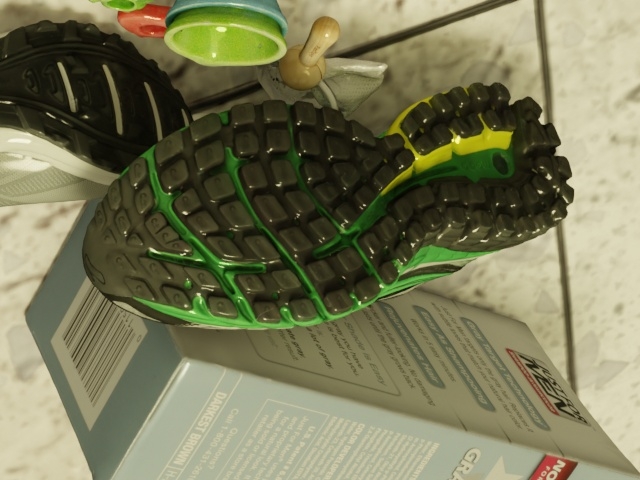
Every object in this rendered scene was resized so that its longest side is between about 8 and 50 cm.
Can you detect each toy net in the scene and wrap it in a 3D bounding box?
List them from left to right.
[{"bbox_3d":[-0.041,-0.105,1.103,0.122,0.045,0.232,-4,164,25],"label":"toy net"}]

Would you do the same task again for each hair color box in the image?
[{"bbox_3d":[0.012,0.105,1.226,0.374,0.185,0.114,17,115,-34],"label":"hair color box"}]

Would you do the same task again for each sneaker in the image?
[{"bbox_3d":[-0.195,-0.063,1.080,0.271,0.100,0.108,1,152,-32],"label":"sneaker"},{"bbox_3d":[0.000,0.000,1.132,0.343,0.134,0.146,-8,160,-41],"label":"sneaker"}]
